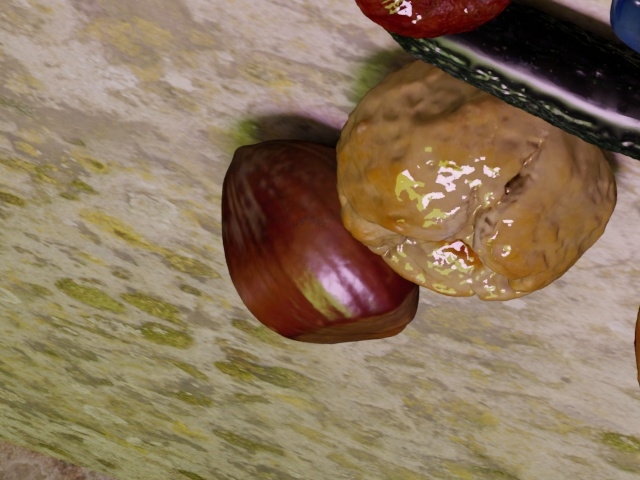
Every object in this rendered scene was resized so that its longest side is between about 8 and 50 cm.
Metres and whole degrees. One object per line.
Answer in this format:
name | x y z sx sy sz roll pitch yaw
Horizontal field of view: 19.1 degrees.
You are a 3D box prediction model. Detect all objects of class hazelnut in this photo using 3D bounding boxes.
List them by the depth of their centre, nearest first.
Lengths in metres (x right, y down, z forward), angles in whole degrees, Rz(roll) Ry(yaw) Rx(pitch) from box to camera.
hazelnut | 0.002 -0.002 1.716 0.181 0.181 0.212 -1 168 -19

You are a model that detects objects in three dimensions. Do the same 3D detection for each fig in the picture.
fig | 0.056 -0.184 1.261 0.119 0.119 0.153 35 155 -30

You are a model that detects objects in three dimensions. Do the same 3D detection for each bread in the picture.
bread | 0.114 -0.038 1.532 0.244 0.134 0.244 18 161 7

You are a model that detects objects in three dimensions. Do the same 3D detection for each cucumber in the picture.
cucumber | 0.149 -0.129 1.355 0.241 0.074 0.074 24 159 0

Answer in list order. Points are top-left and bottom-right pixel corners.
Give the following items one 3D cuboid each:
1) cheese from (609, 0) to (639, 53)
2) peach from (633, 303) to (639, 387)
cheese | 0.210 -0.193 1.057 0.217 0.129 0.329 20 162 17
peach | 0.429 0.061 1.304 0.380 0.242 0.306 24 143 37
